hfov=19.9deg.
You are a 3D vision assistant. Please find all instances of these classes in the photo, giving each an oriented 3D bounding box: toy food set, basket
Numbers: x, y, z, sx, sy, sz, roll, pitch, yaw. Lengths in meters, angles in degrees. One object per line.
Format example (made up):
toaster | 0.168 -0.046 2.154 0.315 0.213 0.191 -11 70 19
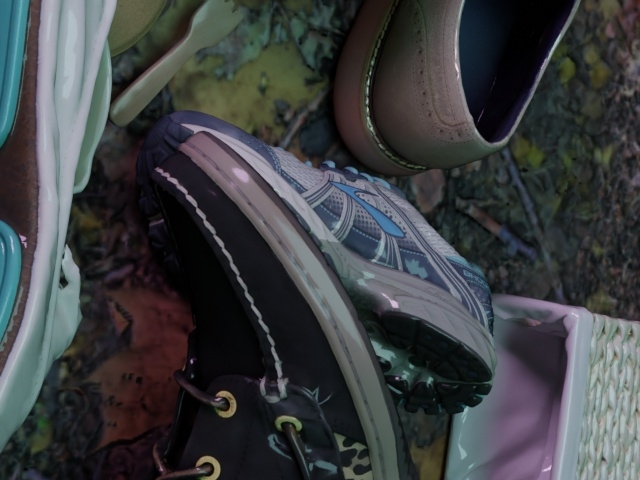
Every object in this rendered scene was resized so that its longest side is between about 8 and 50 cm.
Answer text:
toy food set | -0.144 -0.172 1.112 0.132 0.038 0.192 -46 124 -15
basket | 0.169 0.128 1.316 0.103 0.113 0.167 8 90 -40

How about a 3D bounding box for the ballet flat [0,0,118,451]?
ballet flat | -0.176 -0.015 1.004 0.139 0.139 0.400 16 81 -36

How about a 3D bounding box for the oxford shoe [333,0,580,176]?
oxford shoe | 0.142 -0.226 1.235 0.140 0.146 0.397 21 81 -33

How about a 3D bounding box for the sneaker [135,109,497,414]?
sneaker | 0.000 0.000 1.204 0.283 0.110 0.122 38 39 -20

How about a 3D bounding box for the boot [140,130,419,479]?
boot | -0.095 0.153 1.078 0.284 0.138 0.377 -27 117 -13
